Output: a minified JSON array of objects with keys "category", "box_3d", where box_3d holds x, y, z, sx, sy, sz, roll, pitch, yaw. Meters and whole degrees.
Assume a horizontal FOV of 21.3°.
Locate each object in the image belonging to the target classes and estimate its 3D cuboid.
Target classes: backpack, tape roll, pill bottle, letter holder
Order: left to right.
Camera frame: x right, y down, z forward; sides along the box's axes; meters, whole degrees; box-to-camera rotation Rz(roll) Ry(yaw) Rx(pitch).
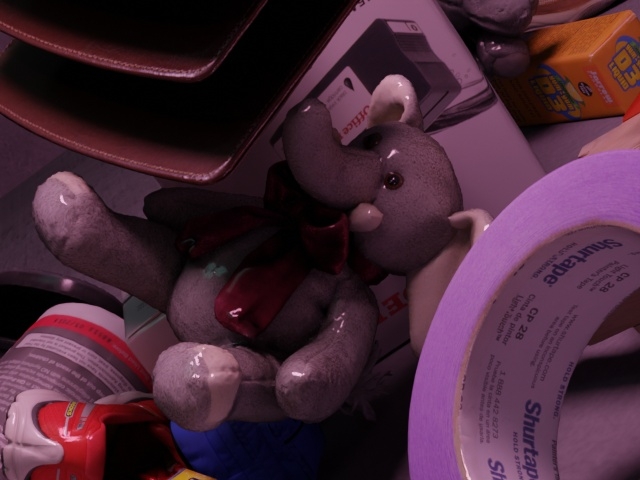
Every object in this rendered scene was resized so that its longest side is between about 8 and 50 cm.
[{"category":"pill bottle","box_3d":[-0.278,0.219,1.561,0.176,0.176,0.318,-17,26,46]},{"category":"letter holder","box_3d":[-0.158,-0.187,1.277,0.302,0.152,0.214,21,70,40]},{"category":"backpack","box_3d":[-0.060,0.159,1.402,0.101,0.120,0.098,-31,18,17]},{"category":"tape roll","box_3d":[0.172,0.089,0.987,0.275,0.090,0.275,-33,47,43]}]

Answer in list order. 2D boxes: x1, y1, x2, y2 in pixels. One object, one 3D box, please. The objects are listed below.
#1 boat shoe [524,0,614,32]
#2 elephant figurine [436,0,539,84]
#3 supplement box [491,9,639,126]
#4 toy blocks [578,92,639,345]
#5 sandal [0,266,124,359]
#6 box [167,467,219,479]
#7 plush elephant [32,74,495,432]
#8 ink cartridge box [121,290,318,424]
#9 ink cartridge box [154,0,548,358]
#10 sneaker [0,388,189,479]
[{"category":"boat shoe","box_3d":[0.268,-0.321,2.011,0.324,0.116,0.123,-20,24,41]},{"category":"elephant figurine","box_3d":[0.151,-0.276,1.745,0.169,0.186,0.239,4,49,13]},{"category":"supplement box","box_3d":[0.244,-0.171,1.744,0.080,0.078,0.233,-45,19,-24]},{"category":"toy blocks","box_3d":[0.280,-0.048,1.252,0.261,0.191,0.381,-34,22,53]},{"category":"sandal","box_3d":[-0.361,0.133,2.033,0.446,0.167,0.107,-23,46,55]},{"category":"box","box_3d":[-0.091,0.237,1.174,0.159,0.044,0.233,-35,21,-26]},{"category":"plush elephant","box_3d":[0.000,0.000,1.310,0.255,0.330,0.272,-54,44,15]},{"category":"ink cartridge box","box_3d":[-0.096,0.087,1.564,0.100,0.172,0.237,-36,18,4]},{"category":"ink cartridge box","box_3d":[0.002,-0.107,1.516,0.285,0.395,0.166,-34,21,7]},{"category":"sneaker","box_3d":[-0.155,0.186,1.445,0.118,0.107,0.279,6,-2,25]}]
